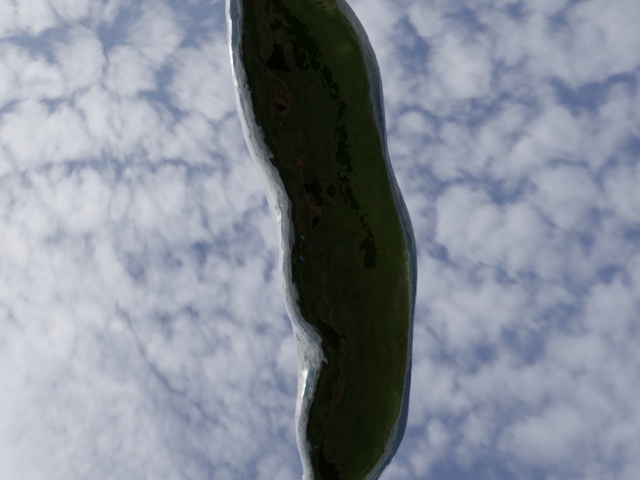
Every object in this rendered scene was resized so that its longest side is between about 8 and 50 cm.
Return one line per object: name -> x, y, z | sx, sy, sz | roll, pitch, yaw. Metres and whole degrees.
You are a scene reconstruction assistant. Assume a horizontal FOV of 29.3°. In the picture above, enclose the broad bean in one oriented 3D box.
broad bean -> 0.004, 0.000, 0.465 | 0.065, 0.046, 0.254 | 0, -76, 25
